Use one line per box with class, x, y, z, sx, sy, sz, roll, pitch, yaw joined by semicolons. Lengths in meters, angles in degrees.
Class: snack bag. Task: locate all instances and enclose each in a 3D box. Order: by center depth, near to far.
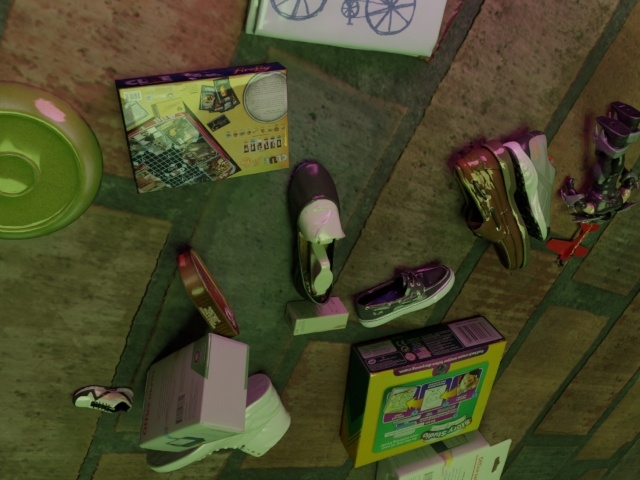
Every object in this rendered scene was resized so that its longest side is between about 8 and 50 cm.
snack bag;0.067;-0.445;0.803;0.323;0.037;0.343;-3;122;-25

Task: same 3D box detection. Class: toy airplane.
toy airplane;0.619;0.003;1.373;0.151;0.028;0.151;-12;125;-18

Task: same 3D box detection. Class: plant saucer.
plant saucer;-0.427;-0.097;0.787;0.241;0.037;0.241;-13;126;-19

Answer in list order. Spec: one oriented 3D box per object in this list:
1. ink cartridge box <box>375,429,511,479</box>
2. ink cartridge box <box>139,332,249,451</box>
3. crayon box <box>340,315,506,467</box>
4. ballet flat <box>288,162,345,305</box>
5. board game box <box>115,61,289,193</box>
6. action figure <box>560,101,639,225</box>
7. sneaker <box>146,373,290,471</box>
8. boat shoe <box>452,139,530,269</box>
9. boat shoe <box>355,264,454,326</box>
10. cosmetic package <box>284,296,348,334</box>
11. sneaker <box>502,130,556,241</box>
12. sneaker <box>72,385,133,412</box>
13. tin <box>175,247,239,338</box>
ink cartridge box;0.338;0.623;1.582;0.353;0.119;0.207;-10;124;-19
ink cartridge box;-0.224;0.273;1.000;0.093;0.154;0.212;26;139;-37
crayon box;0.241;0.364;1.375;0.362;0.106;0.313;-8;125;-21
ballet flat;0.000;0.000;1.022;0.095;0.096;0.280;-13;125;-18
board game box;-0.169;-0.171;0.861;0.243;0.042;0.165;-12;125;-19
action figure;0.626;-0.146;1.241;0.185;0.099;0.285;-24;132;-19
sneaker;-0.200;0.423;1.195;0.292;0.108;0.169;-30;126;-7
boat shoe;0.342;-0.054;1.159;0.104;0.111;0.307;-27;119;-3
boat shoe;0.174;0.101;1.193;0.228;0.080;0.076;-23;130;-1
cosmetic package;-0.008;0.151;1.141;0.115;0.060;0.041;-3;123;-23
sneaker;0.445;-0.104;1.175;0.108;0.100;0.271;-34;129;-9
sneaker;-0.402;0.298;1.054;0.109;0.044;0.040;5;120;-27
tin;-0.195;0.097;0.986;0.040;0.106;0.190;-24;128;-1
